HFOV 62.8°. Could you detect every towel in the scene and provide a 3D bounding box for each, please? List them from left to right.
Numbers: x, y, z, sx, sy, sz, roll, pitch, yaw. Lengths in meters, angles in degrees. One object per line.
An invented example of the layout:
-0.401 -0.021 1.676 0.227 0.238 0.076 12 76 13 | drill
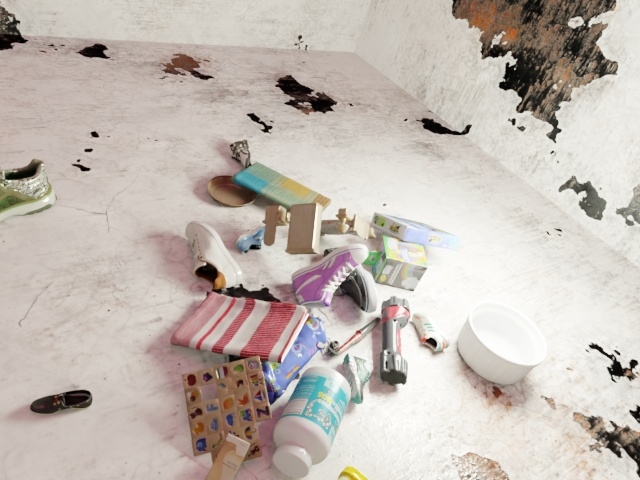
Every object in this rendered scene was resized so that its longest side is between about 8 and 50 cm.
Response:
-0.222 0.239 1.480 0.328 0.037 0.237 6 30 16 | towel
-0.152 -0.202 2.132 0.370 0.040 0.271 27 25 6 | towel

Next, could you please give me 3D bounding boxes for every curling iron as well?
0.109 0.298 1.672 0.274 0.035 0.068 -22 54 -42 | curling iron

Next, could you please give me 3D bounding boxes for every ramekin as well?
0.600 0.347 1.763 0.277 0.135 0.277 13 36 -10 | ramekin

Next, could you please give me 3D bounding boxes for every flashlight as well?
0.241 0.317 1.669 0.103 0.103 0.304 -5 40 10 | flashlight

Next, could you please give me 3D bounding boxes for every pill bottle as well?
-0.026 0.455 1.318 0.146 0.146 0.264 25 37 6 | pill bottle

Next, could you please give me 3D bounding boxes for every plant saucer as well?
-0.351 -0.186 2.062 0.198 0.036 0.199 14 37 -11 | plant saucer

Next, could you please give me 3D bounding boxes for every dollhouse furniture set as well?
0.000 0.000 1.938 0.303 0.174 0.355 -1 -15 27 | dollhouse furniture set

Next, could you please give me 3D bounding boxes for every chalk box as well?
0.268 0.080 1.944 0.213 0.132 0.132 15 37 -10 | chalk box

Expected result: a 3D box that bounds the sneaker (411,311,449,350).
0.357 0.307 1.761 0.075 0.057 0.161 -12 50 -44 | sneaker

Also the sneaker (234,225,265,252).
-0.231 0.003 1.877 0.162 0.063 0.073 -27 76 -41 | sneaker

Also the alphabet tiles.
-0.223 0.420 1.281 0.198 0.009 0.237 -12 66 -9 | alphabet tiles

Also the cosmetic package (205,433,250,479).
-0.213 0.512 1.205 0.060 0.041 0.115 23 62 4 | cosmetic package

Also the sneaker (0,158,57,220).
-1.004 -0.149 1.578 0.158 0.182 0.410 33 39 16 | sneaker

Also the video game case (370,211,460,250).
0.377 -0.038 2.092 0.269 0.061 0.244 10 12 -29 | video game case

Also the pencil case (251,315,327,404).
-0.093 0.329 1.463 0.133 0.119 0.306 18 34 27 | pencil case

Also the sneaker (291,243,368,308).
0.046 0.132 1.707 0.102 0.282 0.161 42 24 -47 | sneaker

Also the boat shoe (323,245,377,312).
0.095 0.138 1.821 0.119 0.121 0.335 -3 31 -18 | boat shoe

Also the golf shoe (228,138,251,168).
-0.348 -0.365 2.272 0.093 0.077 0.198 -7 38 -12 | golf shoe

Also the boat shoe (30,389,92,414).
-0.606 0.376 1.228 0.133 0.042 0.049 0 43 -23 | boat shoe

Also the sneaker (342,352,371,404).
0.116 0.401 1.527 0.076 0.065 0.167 12 39 -18 | sneaker

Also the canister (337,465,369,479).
0.056 0.626 1.203 0.126 0.073 0.170 37 41 20 | canister

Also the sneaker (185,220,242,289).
-0.379 0.043 1.700 0.123 0.106 0.290 -17 52 -43 | sneaker
